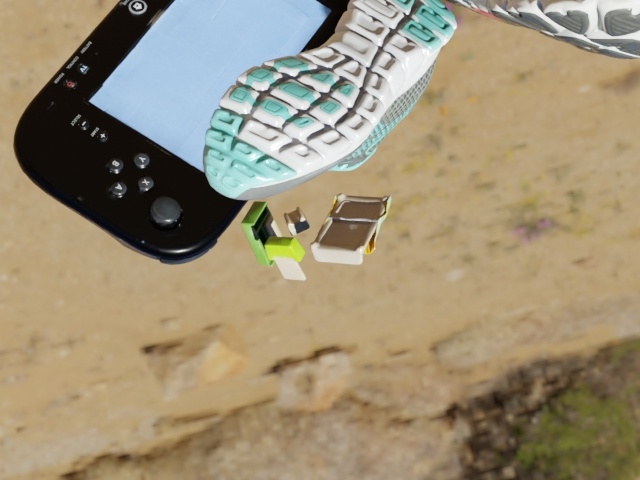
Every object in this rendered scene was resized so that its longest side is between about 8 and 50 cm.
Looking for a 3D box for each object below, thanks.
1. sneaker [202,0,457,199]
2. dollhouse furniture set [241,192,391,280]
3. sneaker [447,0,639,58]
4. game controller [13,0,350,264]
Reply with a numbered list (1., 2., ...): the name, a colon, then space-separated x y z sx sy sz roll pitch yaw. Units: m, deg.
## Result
1. sneaker: 0.006 -0.055 0.687 0.166 0.065 0.076 -39 155 -38
2. dollhouse furniture set: 0.000 0.000 1.386 0.151 0.076 0.058 4 139 30
3. sneaker: 0.103 -0.128 0.654 0.068 0.071 0.170 14 -168 -31
4. game controller: -0.079 -0.130 1.068 0.319 0.166 0.067 -55 -179 -28
